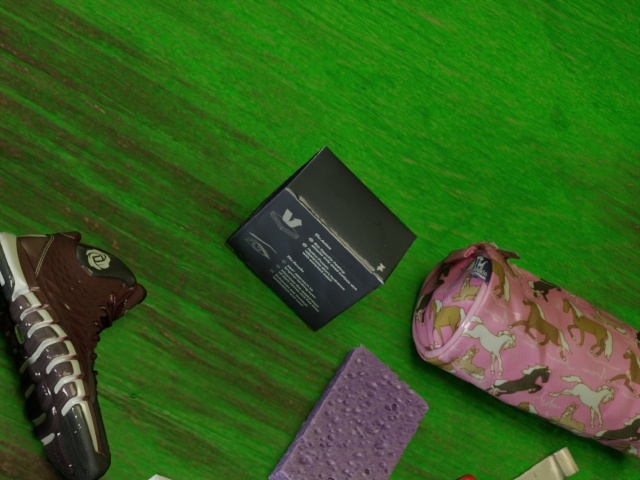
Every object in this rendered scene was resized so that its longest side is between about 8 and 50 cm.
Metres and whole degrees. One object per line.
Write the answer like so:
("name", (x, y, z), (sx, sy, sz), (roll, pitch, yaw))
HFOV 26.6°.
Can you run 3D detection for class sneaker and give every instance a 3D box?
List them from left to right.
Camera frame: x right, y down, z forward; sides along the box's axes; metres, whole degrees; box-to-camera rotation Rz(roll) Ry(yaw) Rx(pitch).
("sneaker", (-0.238, 0.105, 1.419), (0.163, 0.106, 0.281), (-13, 73, -39))

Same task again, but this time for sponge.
("sponge", (0.037, 0.232, 1.570), (0.117, 0.031, 0.210), (42, 51, -7))

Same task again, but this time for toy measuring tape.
("toy measuring tape", (0.219, 0.311, 1.591), (0.330, 0.121, 0.121), (-21, 79, -38))

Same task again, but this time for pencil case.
("pencil case", (0.310, 0.144, 1.709), (0.386, 0.167, 0.160), (27, 22, -18))

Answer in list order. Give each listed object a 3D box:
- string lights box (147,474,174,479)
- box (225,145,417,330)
("string lights box", (-0.183, 0.318, 1.240), (0.077, 0.260, 0.133), (24, 56, -20))
("box", (0.000, 0.000, 1.585), (0.156, 0.158, 0.093), (45, 51, -5))
